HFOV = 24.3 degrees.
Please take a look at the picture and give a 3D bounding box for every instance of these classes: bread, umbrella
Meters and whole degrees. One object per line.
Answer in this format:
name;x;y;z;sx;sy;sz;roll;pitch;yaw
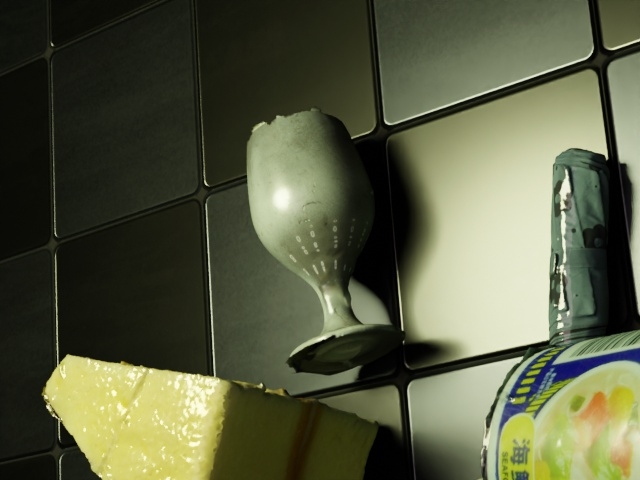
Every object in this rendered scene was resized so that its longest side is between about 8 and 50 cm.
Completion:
bread;-0.117;0.218;1.403;0.236;0.263;0.198;13;83;38
umbrella;0.226;0.042;1.297;0.053;0.052;0.251;1;78;5

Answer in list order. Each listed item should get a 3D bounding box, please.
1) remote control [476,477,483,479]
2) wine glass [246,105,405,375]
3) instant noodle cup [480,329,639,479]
remote control;0.200;0.287;1.257;0.090;0.049;0.230;-46;48;-15
wine glass;0.000;0.000;1.447;0.126;0.126;0.241;-28;67;33
instant noodle cup;0.293;0.166;1.086;0.312;0.284;0.284;-8;75;47
